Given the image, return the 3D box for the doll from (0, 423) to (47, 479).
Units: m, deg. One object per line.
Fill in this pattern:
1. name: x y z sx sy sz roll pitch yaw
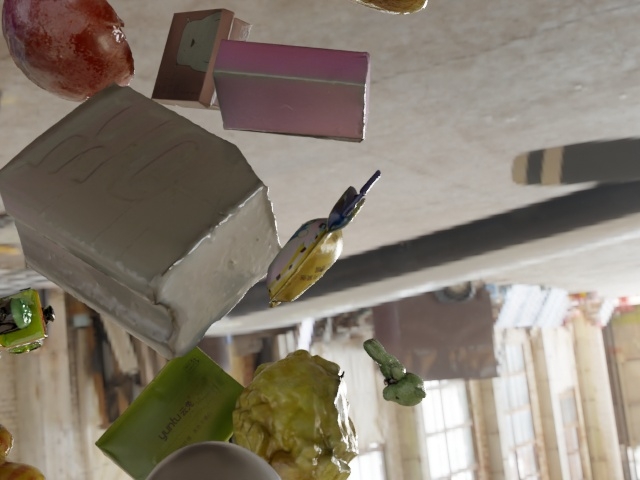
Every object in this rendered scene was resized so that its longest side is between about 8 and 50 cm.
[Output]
1. doll: -0.548 0.382 1.446 0.162 0.270 0.166 -11 133 -45

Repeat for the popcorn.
1. popcorn: -0.039 0.343 1.690 0.252 0.286 0.215 25 141 -38

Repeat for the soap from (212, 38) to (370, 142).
1. soap: -0.046 -0.253 1.561 0.260 0.081 0.181 6 153 6

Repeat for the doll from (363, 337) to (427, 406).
1. doll: 0.128 0.244 1.672 0.077 0.150 0.115 -38 172 -7

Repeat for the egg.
1. egg: -0.117 0.305 0.981 0.176 0.176 0.232 -4 -167 -16

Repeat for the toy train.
1. toy train: -0.584 0.155 1.469 0.296 0.100 0.160 -16 165 -1

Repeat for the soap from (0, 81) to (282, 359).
1. soap: -0.294 -0.048 1.546 0.435 0.212 0.350 30 -125 31

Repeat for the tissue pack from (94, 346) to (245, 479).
1. tissue pack: -0.286 0.375 1.844 0.274 0.200 0.167 -49 177 -20

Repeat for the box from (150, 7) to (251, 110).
1. box: -0.264 -0.393 2.014 0.086 0.215 0.215 16 178 -39

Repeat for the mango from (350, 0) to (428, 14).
1. mango: 0.050 -0.552 1.651 0.378 0.221 0.264 34 -166 -19

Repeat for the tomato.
1. tomato: -0.563 -0.435 1.974 0.290 0.334 0.176 23 -128 30

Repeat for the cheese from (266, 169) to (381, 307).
1. cheese: 0.000 0.000 1.169 0.250 0.064 0.156 -49 -178 37
